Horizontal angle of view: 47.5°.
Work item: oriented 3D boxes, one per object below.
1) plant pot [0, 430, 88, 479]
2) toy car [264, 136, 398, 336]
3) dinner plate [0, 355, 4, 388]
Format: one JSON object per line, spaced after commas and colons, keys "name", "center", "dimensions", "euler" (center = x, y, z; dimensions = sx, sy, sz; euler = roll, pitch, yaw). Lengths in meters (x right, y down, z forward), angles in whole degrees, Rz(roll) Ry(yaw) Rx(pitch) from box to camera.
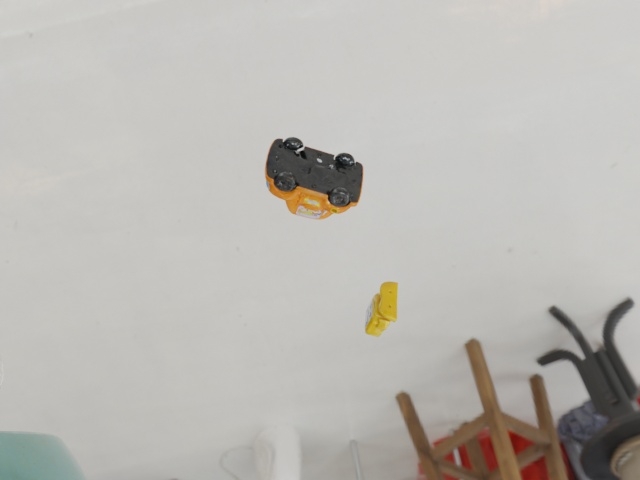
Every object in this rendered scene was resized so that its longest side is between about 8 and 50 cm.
{"name": "plant pot", "center": [-0.253, 0.238, 0.428], "dimensions": [0.292, 0.235, 0.293], "euler": [-4, 163, -1]}
{"name": "toy car", "center": [0.000, 0.000, 0.400], "dimensions": [0.060, 0.122, 0.041], "euler": [1, 145, -19]}
{"name": "dinner plate", "center": [-0.526, 0.187, 1.047], "dimensions": [0.141, 0.141, 0.017], "euler": [31, 140, -29]}
